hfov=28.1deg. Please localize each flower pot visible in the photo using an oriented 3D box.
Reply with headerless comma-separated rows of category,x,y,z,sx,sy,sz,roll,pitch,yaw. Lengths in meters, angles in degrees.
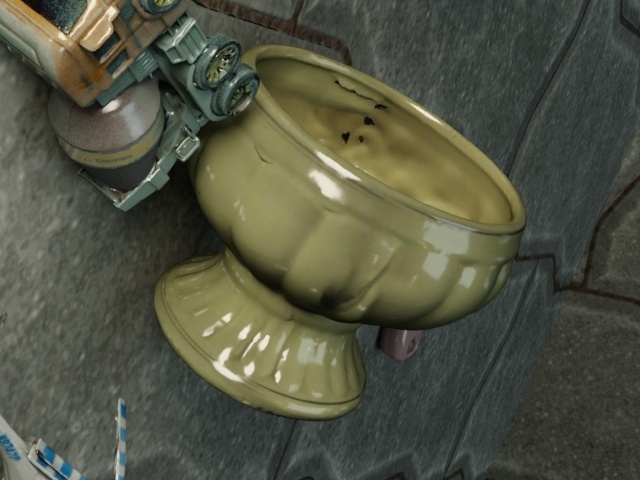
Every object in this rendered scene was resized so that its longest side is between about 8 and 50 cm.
flower pot,0.000,0.000,1.117,0.244,0.307,0.307,-57,164,22

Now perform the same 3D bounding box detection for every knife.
knife,0.119,0.023,1.774,0.081,0.043,0.336,-33,135,-46

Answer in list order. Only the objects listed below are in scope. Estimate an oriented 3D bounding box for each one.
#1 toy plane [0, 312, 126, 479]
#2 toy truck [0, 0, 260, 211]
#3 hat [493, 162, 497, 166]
toy plane,-0.227,0.186,0.980,0.273,0.107,0.182,49,43,-55
toy truck,-0.141,-0.118,0.879,0.140,0.108,0.257,-50,160,-6
hat,0.199,-0.059,1.794,0.122,0.081,0.166,-60,165,-44
